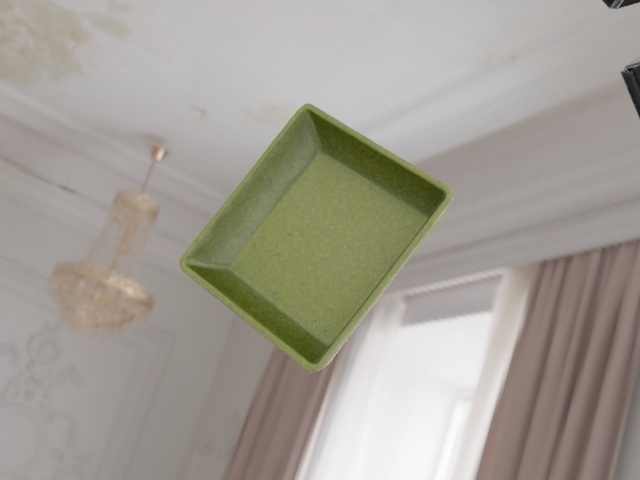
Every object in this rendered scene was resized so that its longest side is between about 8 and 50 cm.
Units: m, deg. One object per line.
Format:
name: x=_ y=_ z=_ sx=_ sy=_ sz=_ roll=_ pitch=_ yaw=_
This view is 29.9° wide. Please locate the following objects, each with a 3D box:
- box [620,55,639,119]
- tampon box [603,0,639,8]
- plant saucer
box: x=0.234 y=-0.040 z=0.469 sx=0.180 sy=0.147 sz=0.077 roll=-21 pitch=6 yaw=27
tampon box: x=0.129 y=-0.191 z=0.465 sx=0.161 sy=0.120 sz=0.101 roll=56 pitch=-34 yaw=19
plant saucer: x=0.000 y=0.000 z=1.029 sx=0.188 sy=0.188 sz=0.045 roll=35 pitch=-6 yaw=36
